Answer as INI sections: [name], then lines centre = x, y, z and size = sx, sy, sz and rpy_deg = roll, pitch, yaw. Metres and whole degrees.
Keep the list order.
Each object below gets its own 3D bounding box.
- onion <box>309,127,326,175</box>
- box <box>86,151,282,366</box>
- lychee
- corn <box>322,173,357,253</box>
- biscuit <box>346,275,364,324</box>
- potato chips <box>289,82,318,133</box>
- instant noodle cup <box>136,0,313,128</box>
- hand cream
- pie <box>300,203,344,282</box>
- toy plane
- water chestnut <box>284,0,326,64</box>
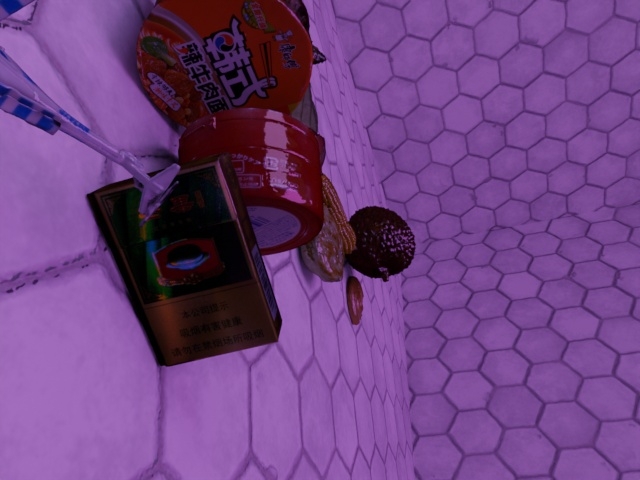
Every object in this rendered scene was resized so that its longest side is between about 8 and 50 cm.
[onion]
centre = -0.070, -0.194, 1.120
size = 0.147, 0.184, 0.184
rpy_deg = 39, 5, 16
[box]
centre = -0.155, 0.028, 0.589
size = 0.071, 0.160, 0.239
rpy_deg = -80, 155, -71
[lychee]
centre = 0.217, 0.010, 1.774
size = 0.275, 0.276, 0.303
rpy_deg = 51, 25, -61
[corn]
centre = 0.029, -0.087, 1.480
size = 0.101, 0.102, 0.312
rpy_deg = -81, 154, -53
[biscuit]
centre = 0.131, 0.205, 1.773
size = 0.224, 0.033, 0.144
rpy_deg = -65, 142, -67
[potato chips]
centre = -0.083, -0.435, 1.388
size = 0.428, 0.070, 0.358
rpy_deg = -88, 157, -45
[instant noodle cup]
centre = -0.149, -0.315, 0.736
size = 0.250, 0.251, 0.192
rpy_deg = 60, 14, -52
[hand cream]
centre = -0.106, -0.077, 0.722
size = 0.230, 0.231, 0.149
rpy_deg = 51, 31, -61
[pie]
centre = 0.000, 0.000, 1.328
size = 0.201, 0.090, 0.247
rpy_deg = 57, 24, -30
[toy plane]
centre = -0.239, -0.127, 0.384
size = 0.273, 0.181, 0.107
rpy_deg = 12, 26, -42
[water chestnut]
centre = -0.105, -0.399, 0.950
size = 0.223, 0.238, 0.223
rpy_deg = -59, -177, 4
